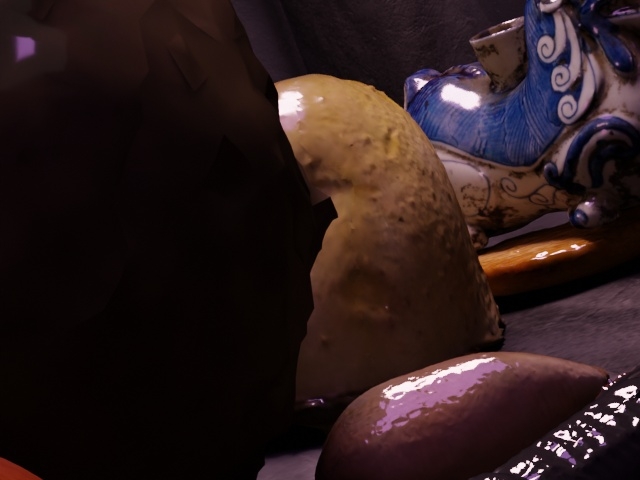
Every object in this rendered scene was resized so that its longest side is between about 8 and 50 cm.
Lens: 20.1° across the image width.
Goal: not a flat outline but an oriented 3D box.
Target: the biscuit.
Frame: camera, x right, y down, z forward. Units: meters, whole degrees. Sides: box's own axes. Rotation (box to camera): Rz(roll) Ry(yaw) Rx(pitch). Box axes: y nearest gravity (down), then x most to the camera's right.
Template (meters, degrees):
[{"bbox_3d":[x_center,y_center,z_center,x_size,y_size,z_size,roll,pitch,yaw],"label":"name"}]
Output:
[{"bbox_3d":[0.184,0.008,1.327,0.224,0.033,0.144,-17,6,14],"label":"biscuit"}]

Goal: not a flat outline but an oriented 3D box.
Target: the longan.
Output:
[{"bbox_3d":[-0.175,0.023,0.916,0.391,0.391,0.391,-21,7,2],"label":"longan"}]

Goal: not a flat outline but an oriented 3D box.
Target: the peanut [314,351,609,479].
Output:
[{"bbox_3d":[0.068,0.092,0.855,0.152,0.076,0.076,-24,7,-7],"label":"peanut"}]

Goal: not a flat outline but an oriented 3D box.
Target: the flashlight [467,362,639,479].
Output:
[{"bbox_3d":[0.127,0.083,0.696,0.232,0.093,0.093,-28,9,-31],"label":"flashlight"}]

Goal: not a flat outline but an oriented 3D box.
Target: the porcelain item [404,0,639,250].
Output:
[{"bbox_3d":[0.158,-0.098,1.338,0.138,0.186,0.288,-24,7,-33],"label":"porcelain item"}]

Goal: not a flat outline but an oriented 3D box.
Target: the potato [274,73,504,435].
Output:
[{"bbox_3d":[0.000,0.000,1.224,0.242,0.242,0.285,-20,4,11],"label":"potato"}]

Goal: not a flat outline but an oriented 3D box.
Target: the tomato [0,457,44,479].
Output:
[{"bbox_3d":[-0.122,0.149,0.314,0.256,0.224,0.256,-25,8,4],"label":"tomato"}]
